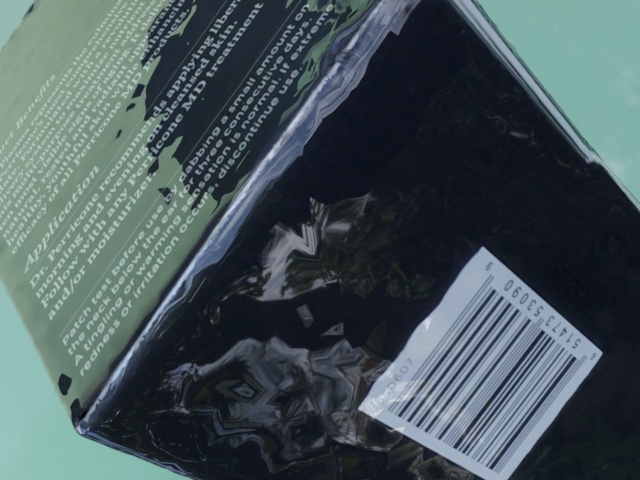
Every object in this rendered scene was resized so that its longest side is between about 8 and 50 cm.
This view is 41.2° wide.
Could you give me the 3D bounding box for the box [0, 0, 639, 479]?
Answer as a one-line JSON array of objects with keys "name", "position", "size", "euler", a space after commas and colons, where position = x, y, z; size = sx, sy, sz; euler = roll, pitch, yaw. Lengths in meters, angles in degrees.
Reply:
[{"name": "box", "position": [0.000, 0.000, 0.715], "size": [0.480, 0.471, 0.297], "euler": [36, 92, -38]}]
